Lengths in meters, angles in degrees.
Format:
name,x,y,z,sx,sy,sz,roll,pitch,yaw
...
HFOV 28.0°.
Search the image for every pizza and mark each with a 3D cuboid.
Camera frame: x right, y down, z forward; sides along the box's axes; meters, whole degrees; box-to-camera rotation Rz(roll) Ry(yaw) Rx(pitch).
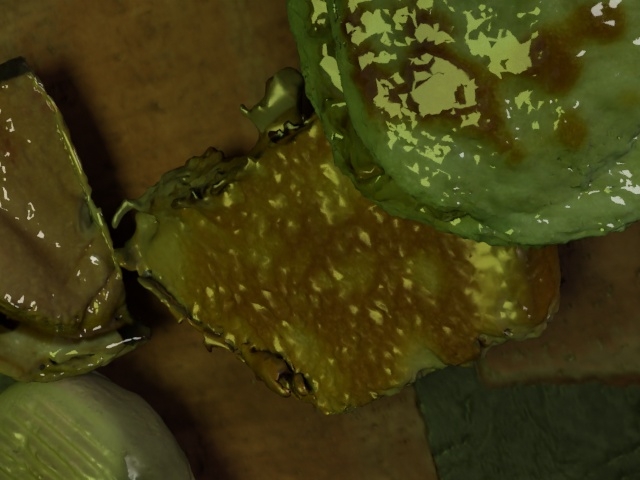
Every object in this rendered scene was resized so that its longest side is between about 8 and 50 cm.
name,x,y,z,sx,sy,sz,roll,pitch,yaw
pizza,0.000,0.000,0.711,0.297,0.071,0.189,-20,95,37

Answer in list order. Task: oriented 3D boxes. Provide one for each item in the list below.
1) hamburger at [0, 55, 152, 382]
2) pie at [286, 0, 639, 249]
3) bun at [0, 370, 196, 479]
name,x,y,z,sx,sy,sz,roll,pitch,yaw
hamburger,-0.215,0.008,0.815,0.135,0.155,0.208,-15,107,57
pie,0.082,-0.120,0.551,0.201,0.090,0.248,0,93,6
bun,-0.155,0.205,0.859,0.210,0.116,0.237,20,101,30
